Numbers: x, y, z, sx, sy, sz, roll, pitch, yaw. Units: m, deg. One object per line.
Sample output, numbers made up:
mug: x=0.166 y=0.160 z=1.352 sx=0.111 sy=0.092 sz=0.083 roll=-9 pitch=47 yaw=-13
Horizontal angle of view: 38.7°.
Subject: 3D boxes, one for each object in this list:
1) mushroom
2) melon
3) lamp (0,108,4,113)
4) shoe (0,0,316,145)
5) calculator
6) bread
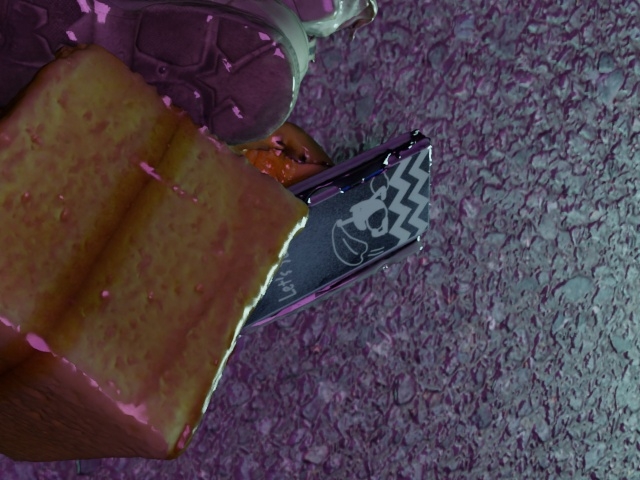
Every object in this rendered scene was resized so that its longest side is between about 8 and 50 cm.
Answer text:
mushroom: x=-0.066 y=-0.278 z=0.855 sx=0.278 sy=0.099 sz=0.096 roll=32 pitch=72 yaw=-20
melon: x=-0.078 y=-0.058 z=0.894 sx=0.160 sy=0.079 sz=0.128 roll=-2 pitch=123 yaw=-43
lamp: x=-0.234 y=-0.063 z=0.804 sx=0.253 sy=0.118 sz=0.118 roll=-2 pitch=100 yaw=-18
shoe: x=-0.164 y=-0.181 z=0.792 sx=0.342 sy=0.210 sz=0.132 roll=15 pitch=114 yaw=8
calculator: x=0.000 y=0.000 z=0.926 sx=0.274 sy=0.028 sz=0.165 roll=-26 pitch=140 yaw=-18
bread: x=-0.234 y=0.048 z=0.758 sx=0.233 sy=0.362 sz=0.244 roll=38 pitch=56 yaw=-20
